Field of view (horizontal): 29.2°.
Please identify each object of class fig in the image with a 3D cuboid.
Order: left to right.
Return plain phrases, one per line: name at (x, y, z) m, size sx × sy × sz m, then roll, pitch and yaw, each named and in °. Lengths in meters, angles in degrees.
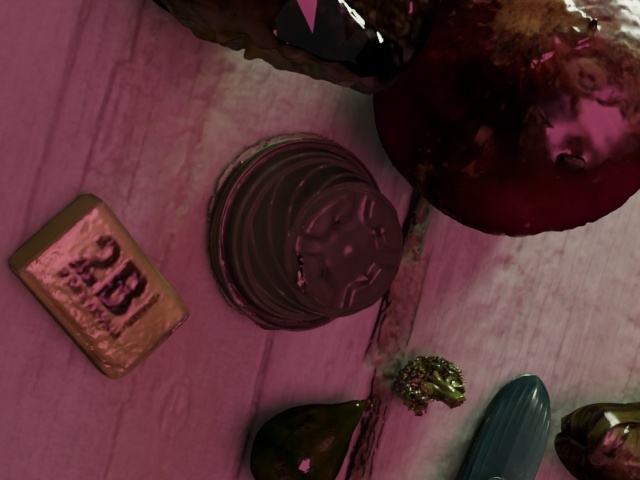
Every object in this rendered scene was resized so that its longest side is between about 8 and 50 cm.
fig at (-0.008, 0.232, 1.442) m, size 0.177 × 0.117 × 0.117 m, roll -45°, pitch 120°, yaw -38°

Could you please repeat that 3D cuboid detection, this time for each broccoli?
broccoli at (0.141, 0.184, 1.524) m, size 0.095 × 0.092 × 0.097 m, roll -41°, pitch 146°, yaw -17°

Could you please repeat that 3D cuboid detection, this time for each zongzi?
zongzi at (0.476, 0.241, 1.705) m, size 0.286 × 0.134 × 0.288 m, roll 36°, pitch 81°, yaw -33°

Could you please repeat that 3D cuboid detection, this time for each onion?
onion at (0.238, -0.141, 1.425) m, size 0.348 × 0.347 × 0.385 m, roll -47°, pitch 157°, yaw -15°

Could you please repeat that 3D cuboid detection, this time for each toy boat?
toy boat at (0.238, 0.277, 1.594) m, size 0.092 × 0.103 × 0.246 m, roll 27°, pitch 63°, yaw 2°

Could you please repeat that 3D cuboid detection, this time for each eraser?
eraser at (-0.229, 0.050, 1.295) m, size 0.117 × 0.058 × 0.172 m, roll -43°, pitch 118°, yaw -16°

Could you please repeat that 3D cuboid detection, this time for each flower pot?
flower pot at (0.000, 0.000, 1.376) m, size 0.235 × 0.140 × 0.236 m, roll -6°, pitch 102°, yaw -28°

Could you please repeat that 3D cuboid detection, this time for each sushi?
sushi at (-0.018, -0.318, 1.220) m, size 0.281 × 0.299 × 0.294 m, roll 15°, pitch 94°, yaw -55°
